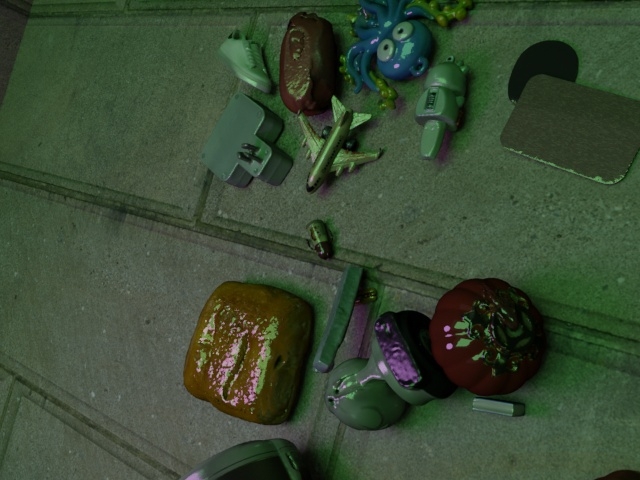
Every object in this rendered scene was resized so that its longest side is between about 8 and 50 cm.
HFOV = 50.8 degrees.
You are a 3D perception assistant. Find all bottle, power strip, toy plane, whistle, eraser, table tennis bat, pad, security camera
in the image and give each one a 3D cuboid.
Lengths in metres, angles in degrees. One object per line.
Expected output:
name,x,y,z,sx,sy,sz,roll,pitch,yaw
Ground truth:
bottle,0.001,-0.001,1.660,0.063,0.047,0.101,-38,61,34
power strip,-0.208,-0.257,1.823,0.261,0.141,0.229,42,105,38
toy plane,0.026,-0.223,1.659,0.229,0.092,0.244,29,108,10
whistle,0.268,-0.298,1.504,0.102,0.106,0.253,-13,60,66
eraser,0.348,0.325,1.316,0.085,0.063,0.027,0,81,37
table tennis bat,0.455,-0.306,1.420,0.138,0.022,0.246,17,88,37
pad,0.509,-0.228,1.355,0.266,0.002,0.176,28,93,33
security camera,0.135,0.292,1.403,0.277,0.191,0.196,-41,54,23

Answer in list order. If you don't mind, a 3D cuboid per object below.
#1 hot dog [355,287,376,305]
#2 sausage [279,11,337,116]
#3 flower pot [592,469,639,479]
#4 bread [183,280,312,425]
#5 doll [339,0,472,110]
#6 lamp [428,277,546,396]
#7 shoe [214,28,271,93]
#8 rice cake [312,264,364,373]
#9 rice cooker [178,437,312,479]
hot dog,0.093,0.131,1.576,0.083,0.021,0.037,-19,67,30
sausage,-0.031,-0.450,1.729,0.152,0.152,0.279,-10,72,34
flower pot,0.492,0.484,1.106,0.191,0.173,0.190,-8,76,35
bread,-0.192,0.263,1.673,0.337,0.148,0.327,14,87,37
doll,0.176,-0.514,1.625,0.346,0.099,0.341,-41,58,17
lamp,0.319,0.180,1.276,0.227,0.227,0.226,-10,73,34
shoe,-0.206,-0.514,1.909,0.265,0.095,0.110,43,104,38
rice cake,0.041,0.174,1.509,0.081,0.051,0.290,-52,13,47
rice cooker,-0.159,0.610,1.458,0.335,0.335,0.325,-45,56,19
